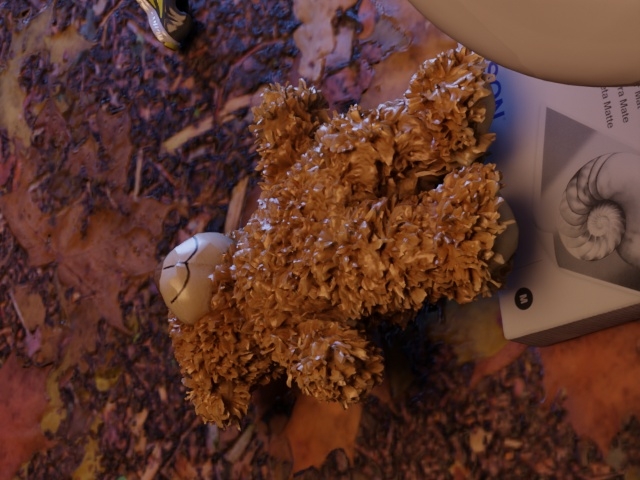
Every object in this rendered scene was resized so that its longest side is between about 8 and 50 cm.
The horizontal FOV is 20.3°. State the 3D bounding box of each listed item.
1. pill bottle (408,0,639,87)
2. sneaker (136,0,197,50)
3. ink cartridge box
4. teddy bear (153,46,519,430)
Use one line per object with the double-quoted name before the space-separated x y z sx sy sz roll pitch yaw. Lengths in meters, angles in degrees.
"pill bottle" 0.157 -0.223 0.871 0.229 0.408 0.229 4 108 13
"sneaker" -0.122 -0.188 1.412 0.035 0.031 0.083 -36 64 15
"ink cartridge box" 0.196 -0.066 1.101 0.224 0.045 0.223 -21 69 36
"teddy bear" 0.000 0.000 1.182 0.338 0.113 0.245 -9 77 49
